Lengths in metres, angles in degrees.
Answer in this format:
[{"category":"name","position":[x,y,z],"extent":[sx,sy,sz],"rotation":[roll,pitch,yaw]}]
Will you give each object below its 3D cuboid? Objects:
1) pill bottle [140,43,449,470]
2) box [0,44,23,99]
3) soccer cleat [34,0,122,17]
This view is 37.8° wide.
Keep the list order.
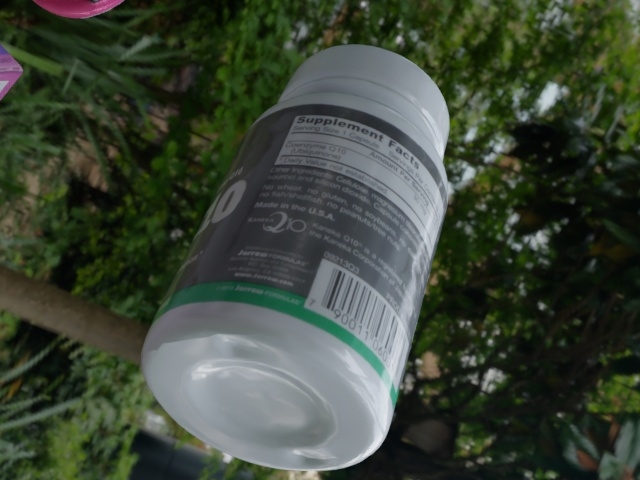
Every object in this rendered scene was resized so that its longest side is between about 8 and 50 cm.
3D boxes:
[{"category":"pill bottle","position":[0.000,0.000,0.829],"extent":[0.204,0.204,0.361],"rotation":[-54,-169,48]},{"category":"box","position":[-0.370,-0.159,0.633],"extent":[0.117,0.243,0.213],"rotation":[-43,178,21]},{"category":"soccer cleat","position":[-0.106,-0.308,0.644],"extent":[0.331,0.116,0.143],"rotation":[-59,-170,21]}]
